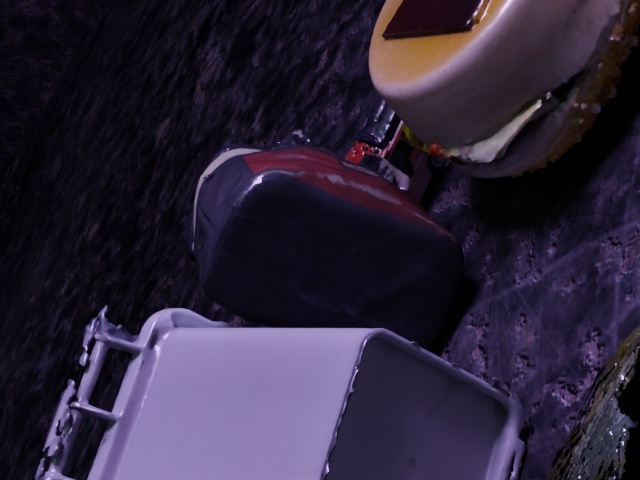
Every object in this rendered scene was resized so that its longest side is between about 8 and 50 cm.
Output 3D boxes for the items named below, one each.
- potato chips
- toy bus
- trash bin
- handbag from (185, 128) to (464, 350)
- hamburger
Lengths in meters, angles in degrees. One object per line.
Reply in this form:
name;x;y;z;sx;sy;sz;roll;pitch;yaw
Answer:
potato chips;0.200;0.131;1.075;0.220;0.029;0.202;-59;-5;-20
toy bus;0.107;-0.149;1.570;0.073;0.096;0.235;24;86;48
trash bin;-0.037;0.187;1.301;0.368;0.296;0.256;-12;53;55
handbag;0.000;0.000;1.448;0.181;0.254;0.181;-127;56;-69
hamburger;0.179;-0.200;1.394;0.302;0.170;0.302;-43;28;31
